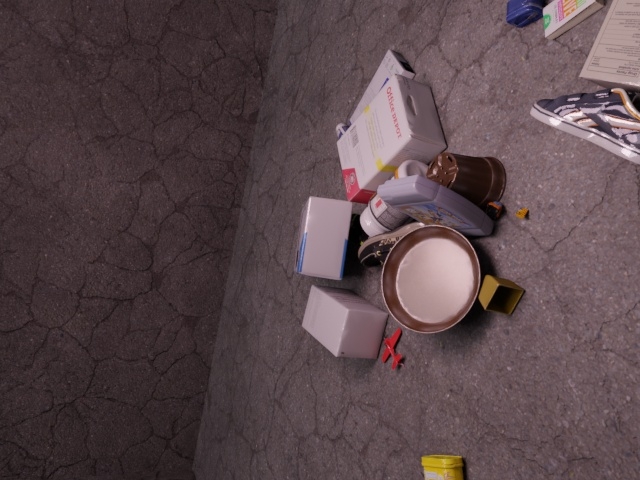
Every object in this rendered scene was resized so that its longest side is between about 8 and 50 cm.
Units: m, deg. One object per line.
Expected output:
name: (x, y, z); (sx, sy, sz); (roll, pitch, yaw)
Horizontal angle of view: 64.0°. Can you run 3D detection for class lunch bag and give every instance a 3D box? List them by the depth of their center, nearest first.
lunch bag: (0.550, -0.620, 1.387); (0.098, 0.067, 0.065); (-9, 74, 62)

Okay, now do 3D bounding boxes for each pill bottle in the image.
pill bottle: (0.257, -0.125, 1.696); (0.278, 0.162, 0.162); (-48, 43, 46)
pill bottle: (0.107, -0.448, 2.168); (0.067, 0.067, 0.120); (-63, 33, 31)

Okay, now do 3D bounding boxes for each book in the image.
book: (0.627, -0.583, 1.278); (0.144, 0.035, 0.096); (-29, 53, 58)

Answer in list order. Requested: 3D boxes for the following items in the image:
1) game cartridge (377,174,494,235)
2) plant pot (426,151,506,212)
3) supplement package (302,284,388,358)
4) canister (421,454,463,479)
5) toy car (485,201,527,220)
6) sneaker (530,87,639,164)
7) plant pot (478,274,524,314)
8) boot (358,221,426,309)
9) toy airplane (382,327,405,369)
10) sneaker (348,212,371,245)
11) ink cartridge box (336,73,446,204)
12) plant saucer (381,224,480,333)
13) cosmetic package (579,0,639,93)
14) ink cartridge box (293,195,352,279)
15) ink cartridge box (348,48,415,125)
game cartridge: (0.325, -0.087, 1.415); (0.198, 0.297, 0.062); (6, 72, 64)
plant pot: (0.399, -0.172, 1.440); (0.167, 0.165, 0.166); (-29, 57, 57)
supplement package: (0.084, 0.295, 1.885); (0.293, 0.176, 0.177); (28, 105, 61)
canister: (0.342, 0.684, 1.404); (0.126, 0.074, 0.169); (-31, 57, 56)
toy car: (0.503, -0.074, 1.376); (0.040, 0.060, 0.122); (-43, 42, -20)
sneaker: (0.615, -0.272, 1.112); (0.321, 0.126, 0.127); (44, 126, 44)
plant pot: (0.461, 0.133, 1.336); (0.083, 0.082, 0.081); (-111, 38, -61)
boot: (0.258, 0.115, 1.662); (0.378, 0.138, 0.283); (-25, 61, 50)
toy airplane: (0.241, 0.374, 1.726); (0.151, 0.028, 0.151); (-24, 63, 60)
sneaker: (0.139, -0.045, 1.962); (0.234, 0.097, 0.084); (51, 126, 54)
ink cartridge box: (0.236, -0.338, 1.795); (0.385, 0.161, 0.279); (-44, 46, 49)
plant saucer: (0.316, 0.110, 1.461); (0.311, 0.050, 0.310); (-12, 72, 38)
cosmetic package: (0.687, -0.460, 1.039); (0.160, 0.113, 0.309); (48, 125, 56)
ink cartridge box: (0.000, 0.000, 1.995); (0.395, 0.167, 0.285); (152, 126, -84)
ink cartridge box: (0.229, -0.545, 1.973); (0.332, 0.065, 0.165); (-57, 37, 36)
